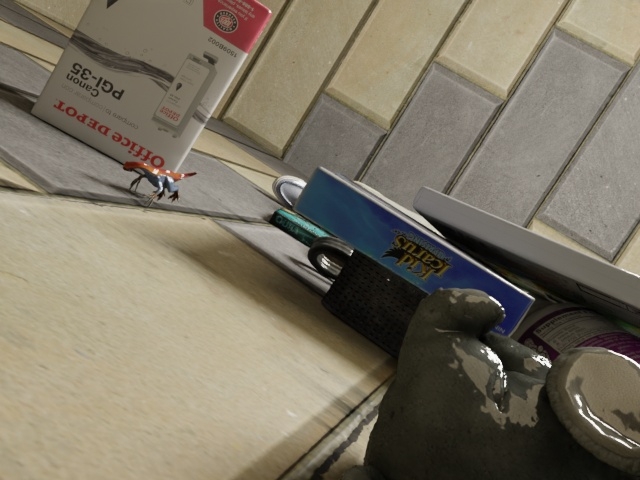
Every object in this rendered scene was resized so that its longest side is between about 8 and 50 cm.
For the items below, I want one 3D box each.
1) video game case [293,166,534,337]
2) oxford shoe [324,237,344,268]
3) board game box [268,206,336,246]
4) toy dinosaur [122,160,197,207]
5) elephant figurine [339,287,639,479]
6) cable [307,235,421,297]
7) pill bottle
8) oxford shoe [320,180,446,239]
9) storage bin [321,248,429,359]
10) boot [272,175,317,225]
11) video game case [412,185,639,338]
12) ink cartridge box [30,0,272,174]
[{"bbox_3d":[0.112,0.009,0.876,0.270,0.061,0.244,32,7,6],"label":"video game case"},{"bbox_3d":[0.081,0.003,1.209,0.096,0.082,0.227,33,22,24],"label":"oxford shoe"},{"bbox_3d":[0.000,0.000,1.290,0.186,0.026,0.126,32,8,0],"label":"board game box"},{"bbox_3d":[-0.195,-0.077,0.841,0.047,0.090,0.082,18,-30,21],"label":"toy dinosaur"},{"bbox_3d":[0.162,0.124,0.430,0.240,0.186,0.169,15,-21,22],"label":"elephant figurine"},{"bbox_3d":[0.121,0.068,1.061,0.287,0.072,0.139,22,-36,11],"label":"cable"},{"bbox_3d":[0.318,0.176,0.860,0.169,0.169,0.301,28,7,-25],"label":"pill bottle"},{"bbox_3d":[0.166,0.016,1.380,0.449,0.169,0.130,31,14,24],"label":"oxford shoe"},{"bbox_3d":[0.105,0.091,0.884,0.180,0.084,0.122,33,7,17],"label":"storage bin"},{"bbox_3d":[-0.015,-0.075,1.563,0.190,0.069,0.086,31,4,-24],"label":"boot"},{"bbox_3d":[0.309,0.048,0.940,0.329,0.036,0.300,27,-3,33],"label":"video game case"},{"bbox_3d":[-0.227,-0.246,0.982,0.207,0.283,0.117,29,11,-19],"label":"ink cartridge box"}]
